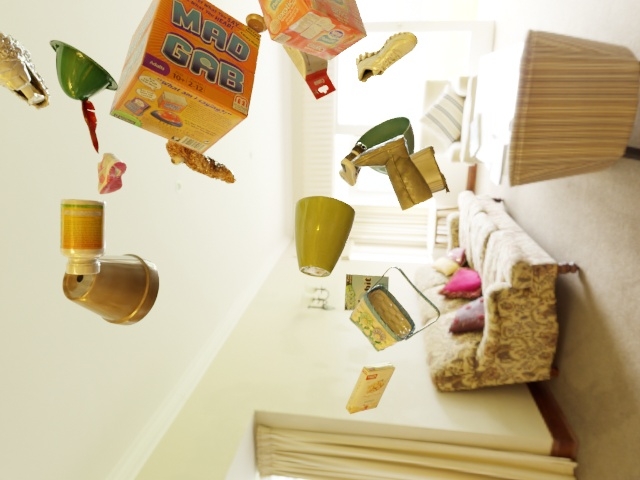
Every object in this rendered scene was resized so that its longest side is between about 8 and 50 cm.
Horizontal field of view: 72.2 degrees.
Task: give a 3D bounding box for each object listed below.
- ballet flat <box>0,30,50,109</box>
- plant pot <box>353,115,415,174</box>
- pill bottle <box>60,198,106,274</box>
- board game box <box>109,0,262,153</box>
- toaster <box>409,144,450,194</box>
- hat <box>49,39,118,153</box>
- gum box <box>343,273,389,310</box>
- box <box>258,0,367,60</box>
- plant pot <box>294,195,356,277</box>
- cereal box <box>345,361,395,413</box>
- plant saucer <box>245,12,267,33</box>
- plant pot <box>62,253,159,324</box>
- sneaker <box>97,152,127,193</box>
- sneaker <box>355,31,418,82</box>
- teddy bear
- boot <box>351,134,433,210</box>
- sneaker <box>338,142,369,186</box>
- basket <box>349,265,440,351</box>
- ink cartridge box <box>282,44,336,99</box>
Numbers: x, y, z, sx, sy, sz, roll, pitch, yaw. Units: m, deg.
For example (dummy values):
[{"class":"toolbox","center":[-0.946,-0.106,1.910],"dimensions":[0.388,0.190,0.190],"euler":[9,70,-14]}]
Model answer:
[{"class":"ballet flat","center":[-0.971,-0.531,1.412],"dimensions":[0.409,0.147,0.146],"euler":[172,101,-77]},{"class":"plant pot","center":[0.331,-0.422,2.082],"dimensions":[0.195,0.291,0.290],"euler":[54,-152,-29]},{"class":"pill bottle","center":[-0.791,-0.014,1.465],"dimensions":[0.136,0.137,0.245],"euler":[-18,-70,-82]},{"class":"board game box","center":[-0.469,-0.584,1.542],"dimensions":[0.357,0.357,0.355],"euler":[20,-113,-35]},{"class":"toaster","center":[0.430,-0.271,1.823],"dimensions":[0.129,0.147,0.226],"euler":[17,-126,-73]},{"class":"hat","center":[-0.629,-0.365,1.094],"dimensions":[0.183,0.209,0.173],"euler":[-61,-25,-11]},{"class":"gum box","center":[0.196,0.226,1.867],"dimensions":[0.041,0.185,0.156],"euler":[87,-173,-74]},{"class":"box","center":[-0.015,-0.635,1.238],"dimensions":[0.300,0.154,0.141],"euler":[-15,-93,-54]},{"class":"plant pot","center":[0.000,0.000,1.892],"dimensions":[0.274,0.275,0.293],"euler":[76,-159,-65]},{"class":"cereal box","center":[0.225,0.663,1.973],"dimensions":[0.047,0.173,0.239],"euler":[42,119,46]},{"class":"plant saucer","center":[-0.227,-0.765,1.554],"dimensions":[0.083,0.084,0.015],"euler":[77,-157,-65]},{"class":"plant pot","center":[-0.908,0.185,1.866],"dimensions":[0.280,0.324,0.322],"euler":[37,-125,-60]},{"class":"sneaker","center":[-0.988,-0.315,2.054],"dimensions":[0.103,0.111,0.252],"euler":[-17,-23,-50]},{"class":"sneaker","center":[0.263,-0.727,1.762],"dimensions":[0.110,0.292,0.118],"euler":[29,-120,-37]},{"class":"teddy bear","center":[-0.532,-0.336,1.947],"dimensions":[0.338,0.245,0.113],"euler":[27,-84,-51]},{"class":"boot","center":[0.213,-0.186,1.313],"dimensions":[0.208,0.190,0.076],"euler":[63,-153,-18]},{"class":"sneaker","center":[0.131,-0.272,1.557],"dimensions":[0.121,0.079,0.217],"euler":[-48,-6,-6]},{"class":"basket","center":[0.275,0.272,1.667],"dimensions":[0.289,0.254,0.201],"euler":[-48,-15,24]},{"class":"ink cartridge box","center":[-0.020,-0.670,1.669],"dimensions":[0.232,0.066,0.189],"euler":[53,-140,-8]}]
